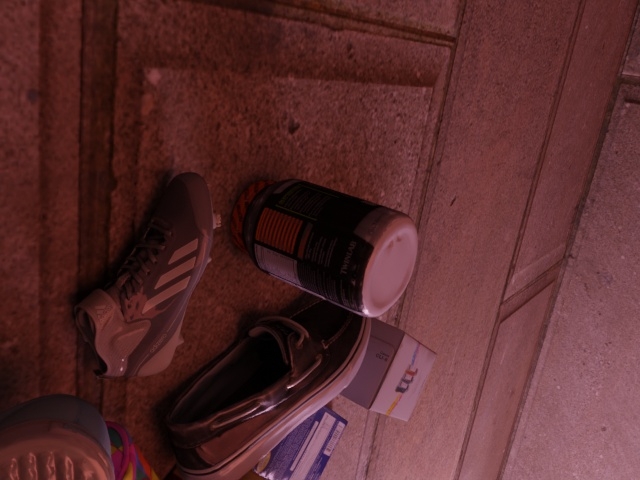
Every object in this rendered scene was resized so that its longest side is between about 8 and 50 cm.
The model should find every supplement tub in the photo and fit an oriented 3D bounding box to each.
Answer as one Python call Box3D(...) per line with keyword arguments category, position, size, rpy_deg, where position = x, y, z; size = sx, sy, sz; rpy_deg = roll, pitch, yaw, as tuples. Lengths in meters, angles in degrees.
Box3D(category="supplement tub", position=(0.000, 0.000, 0.661), size=(0.117, 0.190, 0.117), rpy_deg=(-32, 133, -43))

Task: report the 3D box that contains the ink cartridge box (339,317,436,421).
Box3D(category="ink cartridge box", position=(0.083, 0.196, 0.956), size=(0.127, 0.128, 0.176), rpy_deg=(-63, 147, -9))

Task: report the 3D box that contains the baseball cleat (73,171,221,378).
Box3D(category="baseball cleat", position=(-0.161, 0.034, 0.553), size=(0.109, 0.072, 0.206), rpy_deg=(5, 100, -50))

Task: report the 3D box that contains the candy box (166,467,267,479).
Box3D(category="candy box", position=(-0.063, 0.395, 0.797), size=(0.087, 0.183, 0.316), rpy_deg=(-52, 144, -26))

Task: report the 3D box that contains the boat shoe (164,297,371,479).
Box3D(category="boat shoe", position=(-0.046, 0.152, 0.742), size=(0.335, 0.121, 0.119), rpy_deg=(-43, 137, -38))

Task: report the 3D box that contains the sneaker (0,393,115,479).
Box3D(category="sneaker", position=(-0.295, 0.253, 0.425), size=(0.366, 0.150, 0.135), rpy_deg=(-37, 104, -9))

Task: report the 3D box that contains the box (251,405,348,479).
Box3D(category="box", position=(-0.036, 0.309, 0.926), size=(0.136, 0.036, 0.225), rpy_deg=(-59, 148, -16))

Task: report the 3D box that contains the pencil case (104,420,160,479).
Box3D(category="pencil case", position=(-0.202, 0.278, 0.608), size=(0.104, 0.104, 0.236), rpy_deg=(-45, 139, -34))
